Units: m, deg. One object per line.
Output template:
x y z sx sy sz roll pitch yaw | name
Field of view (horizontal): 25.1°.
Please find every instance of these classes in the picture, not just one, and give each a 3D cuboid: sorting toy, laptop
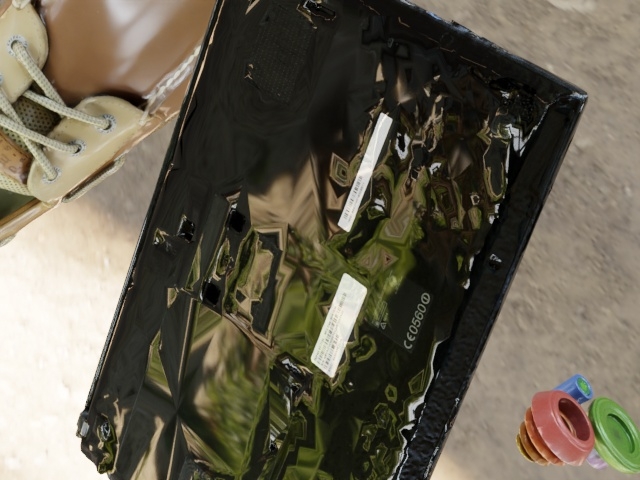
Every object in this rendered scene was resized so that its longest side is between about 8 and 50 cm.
0.151 0.117 0.870 0.102 0.061 0.042 20 133 -42 | sorting toy
0.000 0.000 0.594 0.136 0.264 0.234 0 117 -46 | laptop

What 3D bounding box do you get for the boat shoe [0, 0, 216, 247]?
-0.148 -0.072 0.780 0.122 0.120 0.324 41 132 -15 | boat shoe
